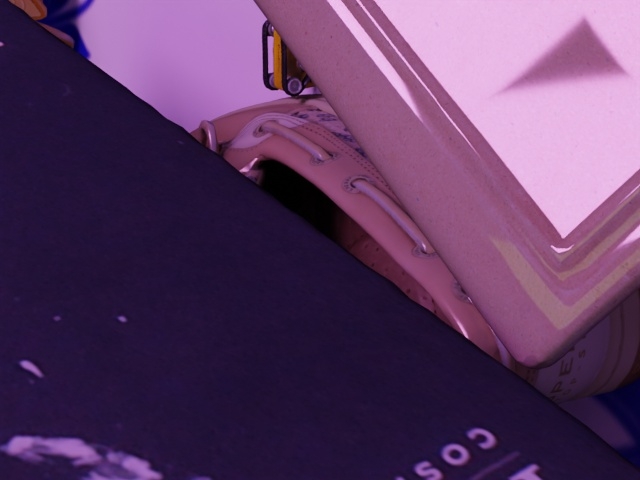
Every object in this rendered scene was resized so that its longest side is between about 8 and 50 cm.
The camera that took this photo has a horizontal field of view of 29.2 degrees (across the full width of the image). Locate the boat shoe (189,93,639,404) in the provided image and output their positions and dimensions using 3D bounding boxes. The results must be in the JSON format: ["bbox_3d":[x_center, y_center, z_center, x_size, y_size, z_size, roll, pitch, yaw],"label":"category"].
[{"bbox_3d":[0.000,0.000,0.500,0.285,0.089,0.105,12,112,52],"label":"boat shoe"}]

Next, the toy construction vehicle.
[{"bbox_3d":[0.007,-0.108,0.509,0.086,0.035,0.098,23,118,61],"label":"toy construction vehicle"}]

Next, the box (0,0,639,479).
[{"bbox_3d":[-0.228,0.158,0.406,0.471,0.479,0.297,37,141,36],"label":"box"}]

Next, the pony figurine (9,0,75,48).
[{"bbox_3d":[-0.332,-0.244,0.705,0.303,0.363,0.351,136,130,-58],"label":"pony figurine"}]

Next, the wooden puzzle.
[{"bbox_3d":[0.080,-0.117,0.353,0.239,0.044,0.221,-48,61,28],"label":"wooden puzzle"}]
